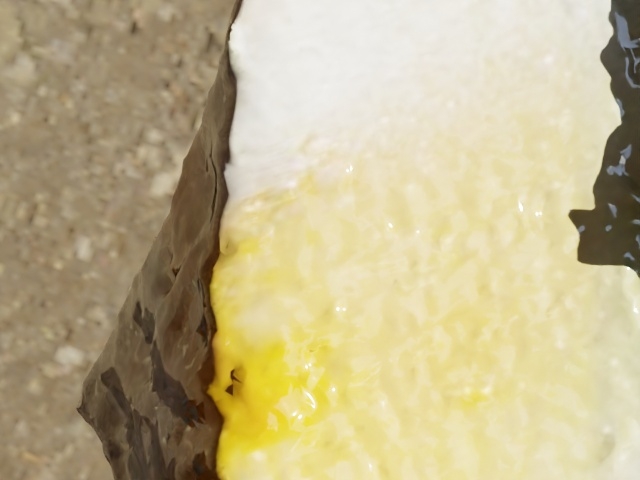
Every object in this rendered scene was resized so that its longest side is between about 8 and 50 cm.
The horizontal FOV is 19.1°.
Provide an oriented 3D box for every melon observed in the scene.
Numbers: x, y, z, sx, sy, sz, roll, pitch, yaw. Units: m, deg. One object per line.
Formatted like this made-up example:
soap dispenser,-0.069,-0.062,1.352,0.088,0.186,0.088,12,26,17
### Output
melon,0.002,-0.001,0.355,0.093,0.139,0.202,-6,98,-26
